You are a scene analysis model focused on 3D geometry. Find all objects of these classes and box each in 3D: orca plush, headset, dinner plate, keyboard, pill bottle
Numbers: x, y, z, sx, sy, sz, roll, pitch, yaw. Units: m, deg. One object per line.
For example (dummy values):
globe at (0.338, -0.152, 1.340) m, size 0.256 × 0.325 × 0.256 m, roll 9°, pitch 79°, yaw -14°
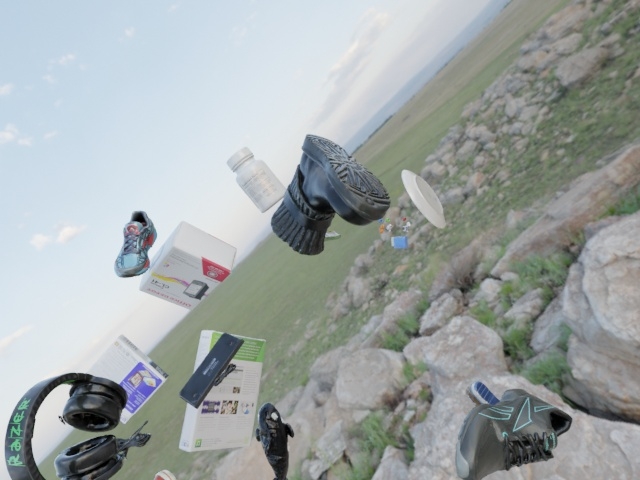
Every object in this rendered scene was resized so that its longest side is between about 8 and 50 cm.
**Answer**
orca plush at (-0.178, 0.715, 1.460) m, size 0.151 × 0.287 × 0.102 m, roll 4°, pitch 3°, yaw 22°
headset at (-0.538, 0.446, 0.972) m, size 0.185 × 0.243 × 0.394 m, roll -17°, pitch -30°, yaw 12°
dinner plate at (0.212, -0.087, 0.857) m, size 0.017 × 0.141 × 0.141 m, roll -34°, pitch 10°, yaw 29°
keyboard at (-0.245, 0.304, 1.001) m, size 0.108 × 0.023 × 0.180 m, roll 7°, pitch 54°, yaw 44°
pill bottle at (-0.239, -0.227, 1.591) m, size 0.131 × 0.229 × 0.131 m, roll -39°, pitch 5°, yaw 4°

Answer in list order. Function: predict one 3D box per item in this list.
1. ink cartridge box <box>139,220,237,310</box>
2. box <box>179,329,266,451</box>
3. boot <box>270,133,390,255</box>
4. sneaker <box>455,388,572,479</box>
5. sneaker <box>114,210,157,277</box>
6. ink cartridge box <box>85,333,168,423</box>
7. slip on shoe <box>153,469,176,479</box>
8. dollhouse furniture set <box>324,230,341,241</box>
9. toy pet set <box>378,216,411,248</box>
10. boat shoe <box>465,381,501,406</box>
ink cartridge box at (-0.479, 0.101, 1.545) m, size 0.306 × 0.226 × 0.131 m, roll -42°, pitch 32°, yaw 34°
box at (-0.279, 0.443, 1.271) m, size 0.058 × 0.232 × 0.322 m, roll -4°, pitch 69°, yaw 36°
boot at (0.008, -0.061, 0.969) m, size 0.260 × 0.131 × 0.348 m, roll -65°, pitch 30°, yaw 24°
sneaker at (0.319, 0.318, 0.706) m, size 0.267 × 0.101 × 0.106 m, roll -11°, pitch 11°, yaw -41°
sneaker at (-0.582, 0.004, 1.319) m, size 0.262 × 0.104 × 0.125 m, roll -103°, pitch 11°, yaw -50°
ink cartridge box at (-0.630, 0.444, 1.369) m, size 0.208 × 0.206 × 0.045 m, roll -47°, pitch 3°, yaw 5°
slip on shoe at (-0.389, 0.735, 1.021) m, size 0.123 × 0.101 × 0.331 m, roll -19°, pitch 65°, yaw 41°
dollhouse furniture set at (0.000, 0.000, 1.211) m, size 0.076 × 0.058 × 0.152 m, roll -4°, pitch 13°, yaw -17°
toy pet set at (0.291, -0.029, 1.613) m, size 0.122 × 0.114 × 0.065 m, roll -6°, pitch 6°, yaw -23°
boat shoe at (0.518, 0.512, 1.300) m, size 0.066 × 0.183 × 0.066 m, roll -28°, pitch -17°, yaw -36°
